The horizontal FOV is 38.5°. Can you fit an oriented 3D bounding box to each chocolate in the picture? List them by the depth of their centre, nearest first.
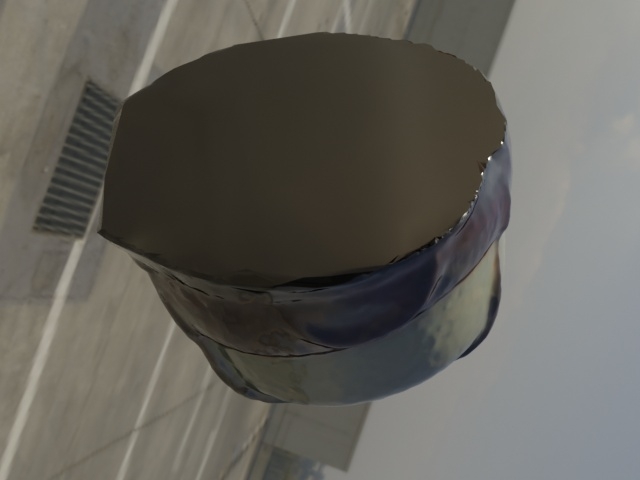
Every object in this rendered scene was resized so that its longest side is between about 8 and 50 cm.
[{"bbox_3d":[0.000,0.000,0.642,0.283,0.284,0.186,-67,158,-46],"label":"chocolate"}]
